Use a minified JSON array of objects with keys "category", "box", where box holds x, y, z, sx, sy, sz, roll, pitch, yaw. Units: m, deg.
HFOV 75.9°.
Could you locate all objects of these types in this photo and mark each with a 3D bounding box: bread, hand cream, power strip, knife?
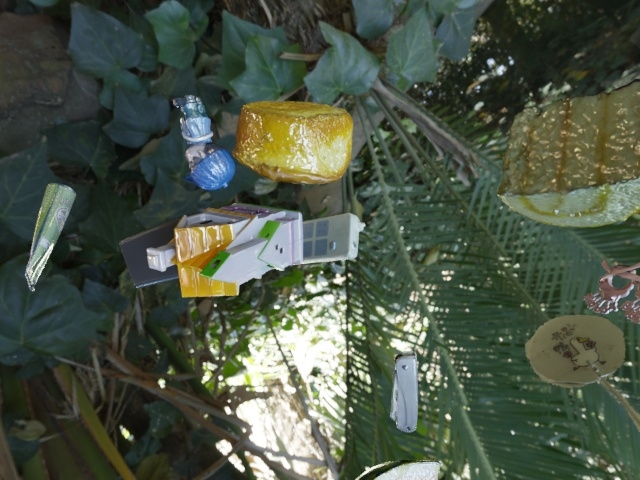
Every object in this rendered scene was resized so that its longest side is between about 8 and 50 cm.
[{"category":"bread","box":[-0.055,-0.205,0.838,0.268,0.268,0.146,-16,122,-41]},{"category":"bread","box":[0.632,-0.168,0.903,0.263,0.240,0.395,24,167,-31]},{"category":"hand cream","box":[-0.547,-0.020,0.826,0.055,0.236,0.086,10,149,-21]},{"category":"power strip","box":[0.000,0.000,1.131,0.270,0.118,0.046,-8,160,40]},{"category":"knife","box":[0.222,0.402,1.084,0.073,0.266,0.041,-1,-153,8]}]

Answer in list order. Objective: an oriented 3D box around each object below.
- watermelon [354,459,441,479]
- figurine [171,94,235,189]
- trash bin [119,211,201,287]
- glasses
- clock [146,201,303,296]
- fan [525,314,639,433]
[{"category":"watermelon","box":[0.065,0.463,0.630,0.159,0.304,0.128,3,146,38]},{"category":"figurine","box":[-0.190,-0.154,0.663,0.087,0.150,0.086,-11,-173,3]},{"category":"trash bin","box":[-0.436,0.032,1.176,0.225,0.166,0.115,-16,-173,13]},{"category":"glasses","box":[0.796,0.126,1.071,0.162,0.095,0.255,-63,-171,-5]},{"category":"clock","box":[-0.222,0.023,0.944,0.234,0.166,0.309,10,-160,31]},{"category":"fan","box":[0.656,0.309,0.982,0.233,0.012,0.415,-37,-160,12]}]
